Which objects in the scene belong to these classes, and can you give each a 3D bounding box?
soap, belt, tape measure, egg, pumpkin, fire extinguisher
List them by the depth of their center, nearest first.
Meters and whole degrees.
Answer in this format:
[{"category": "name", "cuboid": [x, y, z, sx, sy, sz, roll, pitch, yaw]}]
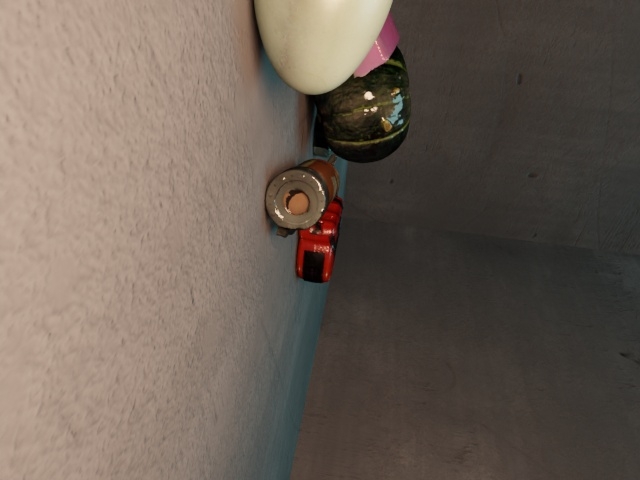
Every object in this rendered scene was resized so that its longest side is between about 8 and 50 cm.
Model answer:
[{"category": "egg", "cuboid": [0.004, -0.325, 0.550, 0.183, 0.182, 0.265, -66, 169, -72]}, {"category": "soap", "cuboid": [0.059, -0.462, 0.802, 0.260, 0.081, 0.181, 59, 34, -25]}, {"category": "fire extinguisher", "cuboid": [-0.044, -0.097, 0.946, 0.200, 0.113, 0.376, -40, -174, 17]}, {"category": "pumpkin", "cuboid": [0.104, -0.357, 1.084, 0.323, 0.241, 0.324, -15, 90, -85]}, {"category": "belt", "cuboid": [0.014, -0.320, 1.322, 0.105, 0.058, 0.140, -72, 169, -48]}, {"category": "tape measure", "cuboid": [0.000, 0.000, 1.333, 0.253, 0.113, 0.261, -72, 168, -61]}]
